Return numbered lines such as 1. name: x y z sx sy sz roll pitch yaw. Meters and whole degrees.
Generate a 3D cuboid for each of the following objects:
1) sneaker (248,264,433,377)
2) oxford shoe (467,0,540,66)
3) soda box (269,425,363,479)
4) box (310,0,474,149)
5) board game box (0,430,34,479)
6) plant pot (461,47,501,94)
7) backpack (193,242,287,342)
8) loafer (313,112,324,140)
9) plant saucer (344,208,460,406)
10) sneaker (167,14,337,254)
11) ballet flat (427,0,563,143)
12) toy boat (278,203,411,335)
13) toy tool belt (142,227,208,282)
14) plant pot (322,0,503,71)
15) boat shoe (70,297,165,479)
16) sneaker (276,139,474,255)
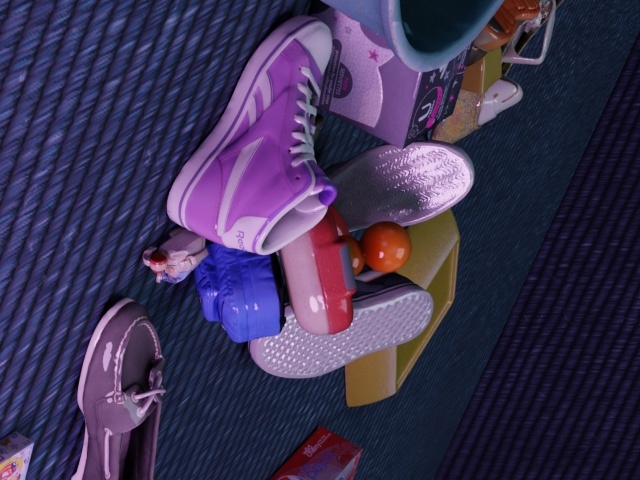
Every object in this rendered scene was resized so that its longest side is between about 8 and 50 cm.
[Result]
1. sneaker: 0.006 0.110 2.021 0.321 0.127 0.126 -9 120 -40
2. oxford shoe: 0.225 -0.337 2.056 0.133 0.130 0.363 -37 -177 29
3. soda box: -0.032 0.428 2.378 0.263 0.092 0.083 -39 150 -52
4. box: 0.086 -0.261 1.625 0.142 0.163 0.247 -36 147 -51
5. board game box: -0.344 0.261 1.355 0.154 0.026 0.103 -33 145 -59
6. plant pot: 0.234 -0.287 2.162 0.081 0.081 0.083 -43 146 -48
7. backpack: -0.092 0.059 1.622 0.101 0.120 0.098 -15 144 -7
8. loafer: -0.038 -0.114 1.655 0.148 0.056 0.050 -36 142 -56
9. plant saucer: 0.159 0.122 2.520 0.333 0.081 0.333 -55 161 -26
10. sneaker: -0.026 -0.107 1.511 0.282 0.161 0.102 -61 151 -13
11. ballet flat: 0.297 -0.289 2.275 0.348 0.123 0.123 -62 163 -5
12. toy boat: 0.030 0.017 1.604 0.231 0.151 0.151 -126 -156 -83
13. toy tool belt: -0.157 0.026 1.520 0.083 0.052 0.051 -42 144 -49
14. plant pot: -0.011 -0.337 0.954 0.341 0.334 0.341 -54 161 -29
15. boat shoe: -0.210 0.211 1.553 0.112 0.095 0.335 -41 152 -51
16. sneaker: 0.075 -0.076 1.763 0.169 0.292 0.108 -41 111 -60
